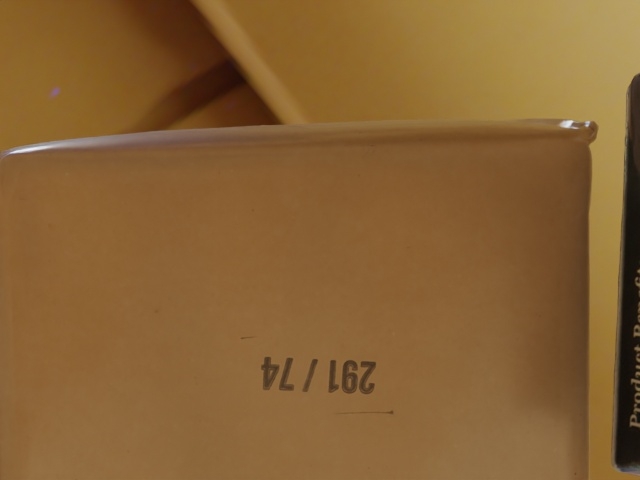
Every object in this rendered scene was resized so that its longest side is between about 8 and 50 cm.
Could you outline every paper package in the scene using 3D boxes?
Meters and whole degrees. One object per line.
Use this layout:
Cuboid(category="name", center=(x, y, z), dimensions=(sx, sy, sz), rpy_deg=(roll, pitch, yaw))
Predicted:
Cuboid(category="paper package", center=(-0.021, 0.090, 1.040), dimensions=(0.325, 0.168, 0.309), rpy_deg=(-2, -87, -12))

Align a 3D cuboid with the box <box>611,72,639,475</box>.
Cuboid(category="box", center=(0.368, 0.009, 0.846), dimensions=(0.293, 0.395, 0.212), rpy_deg=(14, -108, -29))
